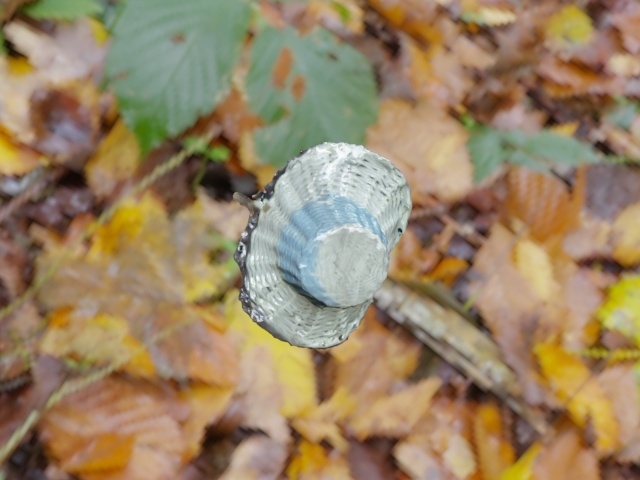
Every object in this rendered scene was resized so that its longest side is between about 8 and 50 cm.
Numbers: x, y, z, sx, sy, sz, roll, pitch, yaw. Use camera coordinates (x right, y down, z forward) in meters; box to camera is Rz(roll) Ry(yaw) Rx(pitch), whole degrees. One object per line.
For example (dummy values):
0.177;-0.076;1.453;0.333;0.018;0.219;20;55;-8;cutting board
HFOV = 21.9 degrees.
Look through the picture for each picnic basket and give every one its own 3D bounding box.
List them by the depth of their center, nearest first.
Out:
0.000;0.000;0.651;0.065;0.083;0.083;21;10;-13;picnic basket
